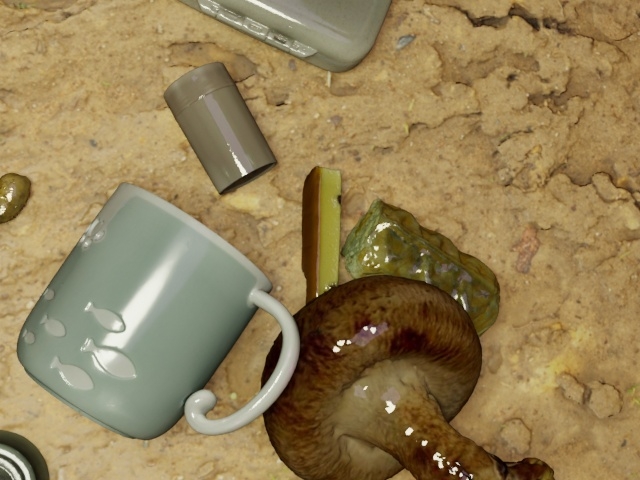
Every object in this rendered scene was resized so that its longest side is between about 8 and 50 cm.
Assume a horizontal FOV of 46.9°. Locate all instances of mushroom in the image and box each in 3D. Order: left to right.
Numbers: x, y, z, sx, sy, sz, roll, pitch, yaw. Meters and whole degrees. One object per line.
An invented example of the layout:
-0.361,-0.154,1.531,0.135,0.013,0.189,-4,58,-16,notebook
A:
0.085,0.247,1.036,0.334,0.331,0.356,32,34,-36,mushroom

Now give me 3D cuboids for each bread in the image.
0.000,0.000,1.175,0.049,0.088,0.226,5,80,-17,bread
0.170,0.056,1.188,0.267,0.130,0.152,33,65,-7,bread

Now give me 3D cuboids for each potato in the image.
-0.464,-0.062,1.094,0.051,0.040,0.083,35,76,-16,potato

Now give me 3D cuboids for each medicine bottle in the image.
-0.062,-0.450,1.217,0.375,0.123,0.282,23,77,-8,medicine bottle

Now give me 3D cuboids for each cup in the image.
-0.204,0.128,0.989,0.356,0.259,0.274,29,77,23,cup

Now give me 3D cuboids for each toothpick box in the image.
-0.156,-0.175,1.153,0.111,0.111,0.181,-29,89,-17,toothpick box

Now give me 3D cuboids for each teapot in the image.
-0.447,0.323,0.966,0.162,0.149,0.239,-34,90,-23,teapot
